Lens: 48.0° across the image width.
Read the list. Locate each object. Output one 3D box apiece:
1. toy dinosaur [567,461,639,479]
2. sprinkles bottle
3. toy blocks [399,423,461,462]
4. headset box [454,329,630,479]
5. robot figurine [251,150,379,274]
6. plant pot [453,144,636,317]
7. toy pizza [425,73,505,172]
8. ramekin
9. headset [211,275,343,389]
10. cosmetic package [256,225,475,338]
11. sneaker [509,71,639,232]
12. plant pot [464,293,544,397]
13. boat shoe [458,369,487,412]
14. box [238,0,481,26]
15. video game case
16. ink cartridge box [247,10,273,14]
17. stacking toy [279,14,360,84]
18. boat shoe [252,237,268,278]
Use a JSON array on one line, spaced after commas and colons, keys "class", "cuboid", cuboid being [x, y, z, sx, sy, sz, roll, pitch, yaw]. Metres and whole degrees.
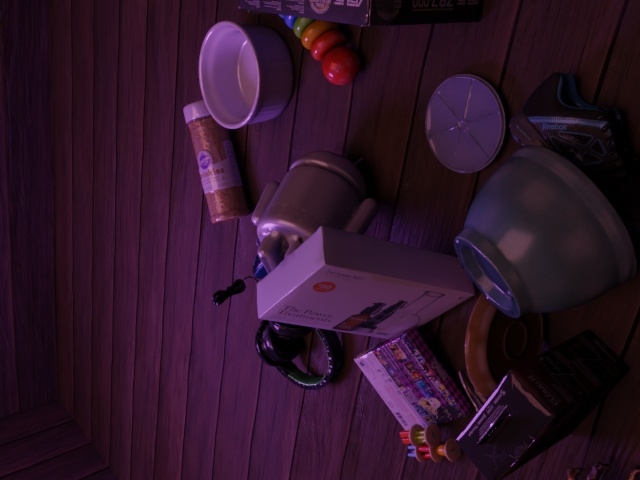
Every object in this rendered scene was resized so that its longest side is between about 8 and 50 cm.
[{"class": "toy dinosaur", "cuboid": [0.536, 0.514, 1.289, 0.296, 0.127, 0.200, -1, 82, 30]}, {"class": "sprinkles bottle", "cuboid": [-0.305, -0.233, 2.120, 0.121, 0.121, 0.355, -14, 91, 51]}, {"class": "toy blocks", "cuboid": [0.238, 0.481, 1.700, 0.123, 0.054, 0.148, 39, 145, -21]}, {"class": "headset box", "cuboid": [0.396, 0.305, 1.313, 0.110, 0.293, 0.218, 48, 134, 29]}, {"class": "robot figurine", "cuboid": [-0.016, -0.067, 1.687, 0.300, 0.353, 0.200, 13, 148, 23]}, {"class": "plant pot", "cuboid": [0.357, 0.010, 1.240, 0.293, 0.196, 0.293, 54, 173, 9]}, {"class": "toy pizza", "cuboid": [0.299, -0.239, 1.475, 0.201, 0.032, 0.201, 16, 111, 46]}, {"class": "ramekin", "cuboid": [-0.195, -0.443, 1.918, 0.277, 0.135, 0.277, 19, 115, 46]}, {"class": "headset", "cuboid": [-0.117, 0.253, 1.989, 0.394, 0.185, 0.243, 43, 131, 18]}, {"class": "cosmetic package", "cuboid": [0.093, 0.104, 1.547, 0.284, 0.377, 0.097, -44, 43, 46]}, {"class": "sneaker", "cuboid": [0.473, -0.149, 1.225, 0.341, 0.125, 0.139, 49, 129, 26]}, {"class": "plant pot", "cuboid": [0.359, 0.187, 1.365, 0.032, 0.236, 0.236, 8, 107, 48]}, {"class": "boat shoe", "cuboid": [0.349, 0.342, 1.578, 0.043, 0.049, 0.137, -30, 70, 6]}, {"class": "box", "cuboid": [0.074, -0.495, 1.443, 0.395, 0.318, 0.097, 24, 118, 43]}, {"class": "video game case", "cuboid": [0.212, 0.334, 1.688, 0.232, 0.042, 0.210, 53, 139, 1]}, {"class": "ink cartridge box", "cuboid": [-0.164, -0.715, 1.834, 0.160, 0.092, 0.219, -47, 65, 45]}, {"class": "stacking toy", "cuboid": [-0.016, -0.508, 1.702, 0.141, 0.141, 0.330, -40, 75, 47]}, {"class": "boat shoe", "cuboid": [-0.107, 0.003, 1.990, 0.258, 0.109, 0.089, -47, 57, 28]}]
